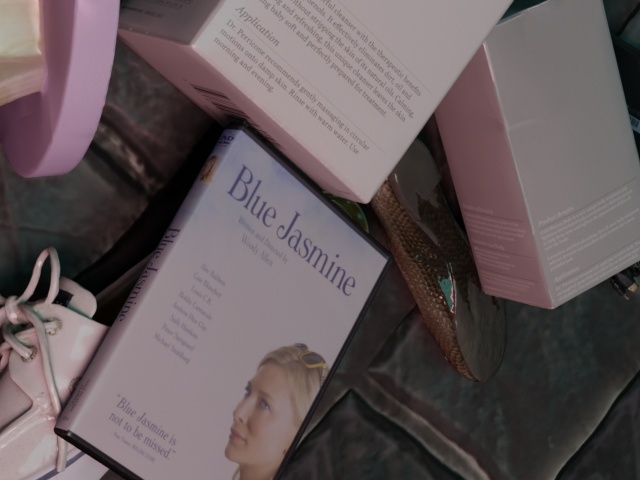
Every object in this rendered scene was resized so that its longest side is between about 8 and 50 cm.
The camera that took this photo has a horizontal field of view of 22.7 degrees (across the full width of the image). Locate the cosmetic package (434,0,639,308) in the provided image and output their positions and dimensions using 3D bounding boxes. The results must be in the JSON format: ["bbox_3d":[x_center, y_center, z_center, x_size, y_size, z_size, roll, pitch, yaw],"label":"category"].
[{"bbox_3d":[0.173,-0.080,1.267,0.127,0.107,0.238,-24,107,-26],"label":"cosmetic package"}]

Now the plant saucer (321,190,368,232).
[{"bbox_3d":[0.000,0.000,1.274,0.084,0.013,0.083,-8,107,-28],"label":"plant saucer"}]

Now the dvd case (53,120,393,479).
[{"bbox_3d":[-0.059,0.069,1.130,0.180,0.022,0.253,40,68,-34],"label":"dvd case"}]

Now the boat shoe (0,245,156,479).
[{"bbox_3d":[-0.176,0.075,1.121,0.367,0.136,0.156,-32,116,-23],"label":"boat shoe"}]

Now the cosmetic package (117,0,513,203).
[{"bbox_3d":[0.045,-0.234,1.158,0.197,0.155,0.365,42,80,-32],"label":"cosmetic package"}]

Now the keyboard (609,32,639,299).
[{"bbox_3d":[0.240,-0.072,1.385,0.317,0.033,0.201,25,85,-31],"label":"keyboard"}]

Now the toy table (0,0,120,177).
[{"bbox_3d":[-0.232,-0.141,0.985,0.161,0.252,0.274,-7,140,-23],"label":"toy table"}]

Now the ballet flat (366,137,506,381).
[{"bbox_3d":[0.090,0.017,1.312,0.084,0.058,0.250,-57,132,-37],"label":"ballet flat"}]
